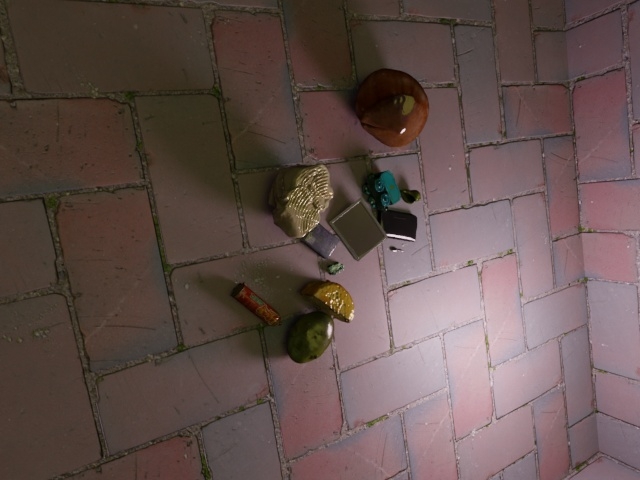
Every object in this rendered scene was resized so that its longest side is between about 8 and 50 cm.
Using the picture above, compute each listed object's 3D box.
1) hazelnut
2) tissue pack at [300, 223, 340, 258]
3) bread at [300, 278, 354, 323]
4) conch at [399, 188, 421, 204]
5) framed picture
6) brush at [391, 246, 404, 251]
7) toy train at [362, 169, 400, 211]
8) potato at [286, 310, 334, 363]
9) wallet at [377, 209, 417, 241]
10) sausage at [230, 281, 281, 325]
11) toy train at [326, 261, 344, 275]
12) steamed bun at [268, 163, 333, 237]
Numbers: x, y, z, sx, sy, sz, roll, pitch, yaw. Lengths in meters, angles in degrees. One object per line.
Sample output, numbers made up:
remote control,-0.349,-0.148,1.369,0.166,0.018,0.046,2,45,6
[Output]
hazelnut,0.339,-0.621,1.902,0.373,0.316,0.371,25,57,-45
tissue pack,0.000,0.000,1.881,0.156,0.051,0.112,38,78,-23
bread,0.048,0.257,1.859,0.261,0.160,0.147,38,69,-17
conch,0.459,-0.223,2.090,0.121,0.074,0.089,21,46,-6
framed picture,0.185,-0.052,1.968,0.197,0.014,0.252,-39,109,-5
brush,0.395,0.049,2.106,0.084,0.008,0.023,9,86,-27
toy train,0.300,-0.246,1.997,0.155,0.107,0.197,-32,105,-31
potato,-0.046,0.427,1.823,0.253,0.148,0.186,-45,95,-9
wallet,0.387,-0.077,2.079,0.251,0.044,0.148,9,85,-26
sausage,-0.259,0.284,1.748,0.264,0.083,0.083,44,73,-23
toy train,0.072,0.130,1.932,0.083,0.033,0.053,-31,102,-23
steamed bun,-0.098,-0.176,1.747,0.276,0.203,0.288,-20,115,-34
